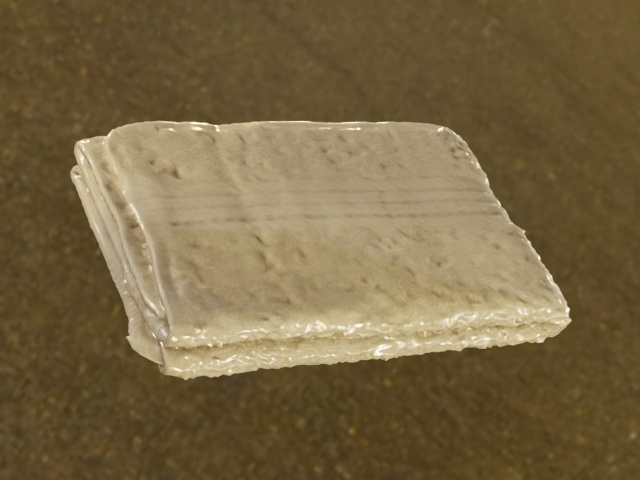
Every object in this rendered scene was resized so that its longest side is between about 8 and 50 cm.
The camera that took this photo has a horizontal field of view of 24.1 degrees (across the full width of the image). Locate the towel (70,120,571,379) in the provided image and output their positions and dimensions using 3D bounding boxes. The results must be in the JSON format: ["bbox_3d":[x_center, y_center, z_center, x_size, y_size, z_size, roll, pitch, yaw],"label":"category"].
[{"bbox_3d":[0.000,0.000,0.915,0.282,0.049,0.187,-2,44,-27],"label":"towel"}]
